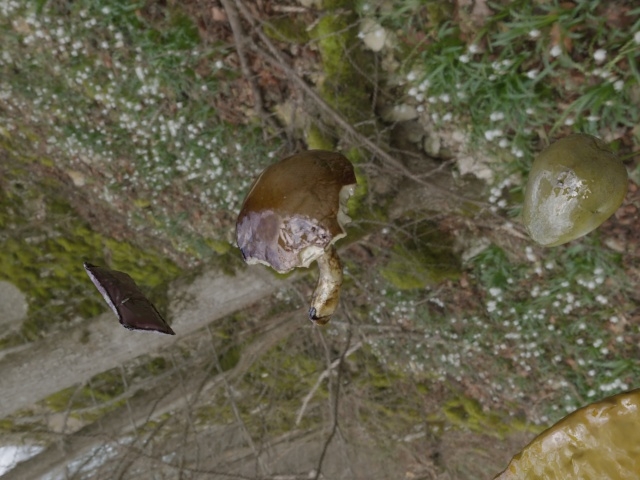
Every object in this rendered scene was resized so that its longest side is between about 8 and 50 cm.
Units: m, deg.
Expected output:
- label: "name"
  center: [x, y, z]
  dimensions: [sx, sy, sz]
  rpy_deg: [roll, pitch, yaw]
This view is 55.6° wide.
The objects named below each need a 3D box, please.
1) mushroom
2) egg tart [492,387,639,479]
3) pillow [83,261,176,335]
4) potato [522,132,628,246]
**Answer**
- label: "mushroom"
  center: [-0.028, -0.021, 1.049]
  dimensions: [0.208, 0.233, 0.301]
  rpy_deg: [33, 164, 17]
- label: "egg tart"
  center: [0.200, 0.178, 0.310]
  dimensions: [0.147, 0.203, 0.202]
  rpy_deg: [-104, 1, -46]
- label: "pillow"
  center: [-0.352, 0.110, 1.103]
  dimensions: [0.185, 0.043, 0.118]
  rpy_deg: [43, -169, 31]
- label: "potato"
  center: [0.421, -0.081, 1.035]
  dimensions: [0.194, 0.157, 0.157]
  rpy_deg: [-60, 37, 29]
